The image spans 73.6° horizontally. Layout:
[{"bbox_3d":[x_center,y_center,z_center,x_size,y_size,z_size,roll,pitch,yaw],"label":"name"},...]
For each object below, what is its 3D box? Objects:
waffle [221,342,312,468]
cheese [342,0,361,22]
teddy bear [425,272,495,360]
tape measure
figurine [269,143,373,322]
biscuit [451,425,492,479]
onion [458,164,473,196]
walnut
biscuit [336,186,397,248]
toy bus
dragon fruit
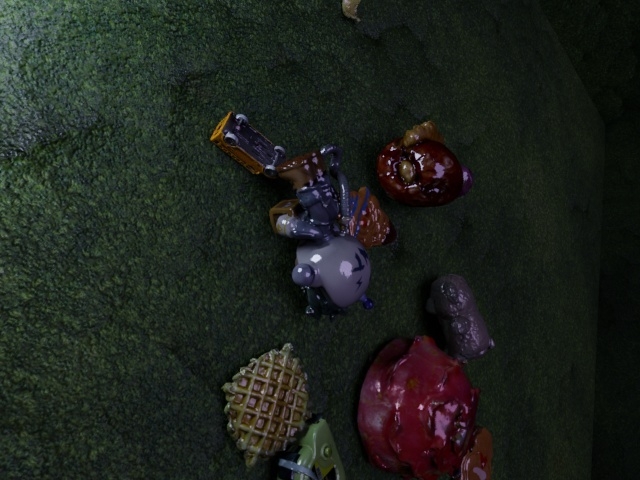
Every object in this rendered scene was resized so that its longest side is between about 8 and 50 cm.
[{"bbox_3d":[-0.105,0.343,0.908,0.214,0.054,0.208,-22,92,-40],"label":"waffle"},{"bbox_3d":[0.092,-0.677,1.232,0.060,0.041,0.084,2,99,-34],"label":"cheese"},{"bbox_3d":[0.420,0.238,1.316,0.267,0.151,0.236,63,13,0],"label":"teddy bear"},{"bbox_3d":[-0.023,0.516,0.933,0.175,0.106,0.200,-29,103,-51],"label":"tape measure"},{"bbox_3d":[-0.003,0.002,0.963,0.261,0.186,0.382,-40,116,-47],"label":"figurine"},{"bbox_3d":[0.499,0.779,1.400,0.202,0.047,0.334,50,55,-25],"label":"biscuit"},{"bbox_3d":[0.467,-0.206,1.474,0.115,0.104,0.115,-5,117,-10],"label":"onion"},{"bbox_3d":[0.299,-0.218,1.249,0.269,0.221,0.244,-1,93,-57],"label":"walnut"},{"bbox_3d":[0.124,-0.055,1.187,0.280,0.043,0.183,26,71,-33],"label":"biscuit"},{"bbox_3d":[-0.152,-0.198,0.930,0.162,0.074,0.070,37,56,-30],"label":"toy bus"},{"bbox_3d":[0.291,0.449,1.141,0.386,0.249,0.371,-49,121,-32],"label":"dragon fruit"}]
